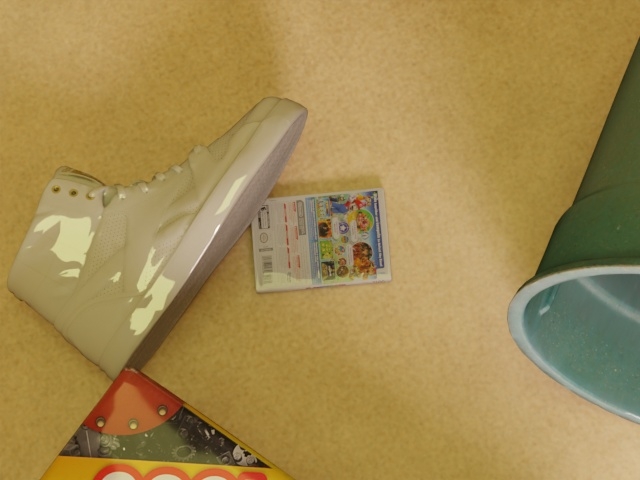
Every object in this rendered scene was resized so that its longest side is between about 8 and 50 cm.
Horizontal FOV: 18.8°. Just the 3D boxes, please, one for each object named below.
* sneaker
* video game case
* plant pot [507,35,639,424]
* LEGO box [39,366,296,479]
[{"bbox_3d":[-0.153,-0.039,1.697,0.169,0.108,0.292,36,85,12],"label":"sneaker"},{"bbox_3d":[0.000,0.000,1.729,0.122,0.011,0.087,-5,72,3],"label":"video game case"},{"bbox_3d":[0.358,-0.041,1.565,0.341,0.341,0.334,14,66,9],"label":"plant pot"},{"bbox_3d":[-0.052,0.399,1.515,0.500,0.193,0.372,33,78,14],"label":"LEGO box"}]
